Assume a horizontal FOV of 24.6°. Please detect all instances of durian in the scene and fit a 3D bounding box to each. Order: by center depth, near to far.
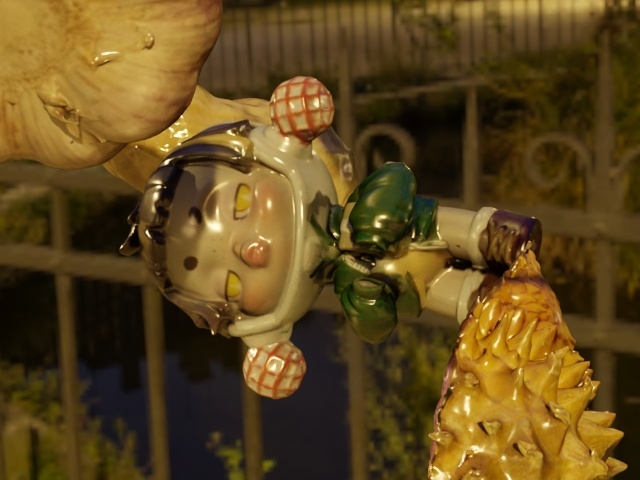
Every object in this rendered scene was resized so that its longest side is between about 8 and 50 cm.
[{"bbox_3d":[0.108,0.190,0.830,0.112,0.341,0.191,8,21,6],"label":"durian"}]

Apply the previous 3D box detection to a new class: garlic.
[{"bbox_3d":[-0.171,-0.159,0.885,0.245,0.245,0.160,-1,30,9],"label":"garlic"}]

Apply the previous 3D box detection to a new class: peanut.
[{"bbox_3d":[-0.096,-0.085,1.467,0.306,0.147,0.147,11,3,-35],"label":"peanut"}]

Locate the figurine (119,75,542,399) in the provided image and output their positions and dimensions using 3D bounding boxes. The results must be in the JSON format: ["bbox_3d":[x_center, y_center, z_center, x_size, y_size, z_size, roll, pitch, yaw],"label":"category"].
[{"bbox_3d":[0.000,0.000,1.261,0.370,0.281,0.167,10,12,17],"label":"figurine"}]
